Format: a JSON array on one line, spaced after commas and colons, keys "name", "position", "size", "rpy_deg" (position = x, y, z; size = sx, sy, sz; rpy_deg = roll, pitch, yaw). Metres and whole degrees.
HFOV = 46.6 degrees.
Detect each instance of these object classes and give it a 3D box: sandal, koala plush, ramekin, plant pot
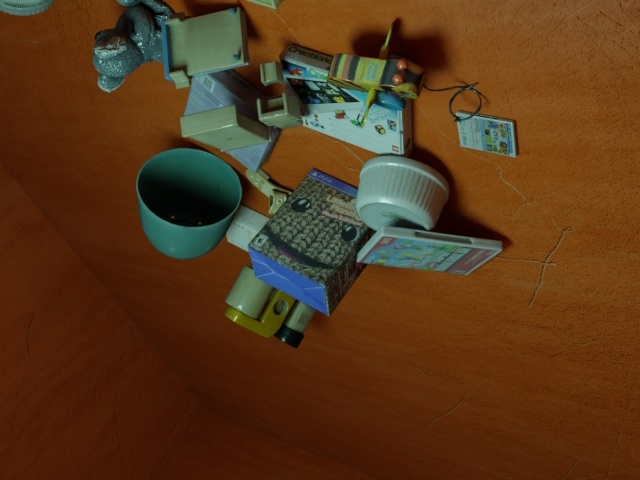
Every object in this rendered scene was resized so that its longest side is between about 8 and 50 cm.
[{"name": "sandal", "position": [-0.128, -0.108, 2.065], "size": [0.240, 0.079, 0.088], "rpy_deg": [38, 149, 10]}, {"name": "koala plush", "position": [-0.463, -0.474, 1.803], "size": [0.203, 0.221, 0.196], "rpy_deg": [38, 151, 1]}, {"name": "ramekin", "position": [0.177, -0.089, 1.667], "size": [0.207, 0.109, 0.207], "rpy_deg": [16, 157, 7]}, {"name": "plant pot", "position": [-0.393, -0.083, 2.162], "size": [0.293, 0.293, 0.235], "rpy_deg": [34, 141, 9]}]

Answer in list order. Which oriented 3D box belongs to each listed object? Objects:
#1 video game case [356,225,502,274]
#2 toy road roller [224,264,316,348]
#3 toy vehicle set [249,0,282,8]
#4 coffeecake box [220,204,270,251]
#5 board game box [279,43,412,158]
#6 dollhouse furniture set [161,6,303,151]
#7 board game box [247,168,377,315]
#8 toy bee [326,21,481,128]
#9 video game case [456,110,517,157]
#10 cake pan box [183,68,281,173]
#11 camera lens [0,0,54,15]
[{"name": "video game case", "position": [0.248, 0.027, 1.723], "size": [0.285, 0.025, 0.204], "rpy_deg": [7, 159, -11]}, {"name": "toy road roller", "position": [-0.171, 0.185, 2.368], "size": [0.329, 0.203, 0.240], "rpy_deg": [32, 176, -36]}, {"name": "toy vehicle set", "position": [-0.175, -0.584, 1.458], "size": [0.166, 0.035, 0.267], "rpy_deg": [25, 159, 24]}, {"name": "coffeecake box", "position": [-0.207, -0.023, 2.302], "size": [0.185, 0.068, 0.142], "rpy_deg": [26, 149, 22]}, {"name": "board game box", "position": [0.057, -0.299, 1.626], "size": [0.305, 0.053, 0.193], "rpy_deg": [24, 149, 24]}, {"name": "dollhouse furniture set", "position": [-0.183, -0.388, 1.705], "size": [0.286, 0.303, 0.198], "rpy_deg": [-9, 175, 18]}, {"name": "board game box", "position": [0.000, 0.000, 1.866], "size": [0.232, 0.291, 0.141], "rpy_deg": [26, 150, 22]}, {"name": "toy bee", "position": [0.137, -0.318, 1.404], "size": [0.298, 0.195, 0.162], "rpy_deg": [-6, 174, 20]}, {"name": "video game case", "position": [0.331, -0.212, 1.479], "size": [0.122, 0.011, 0.087], "rpy_deg": [18, 144, 33]}, {"name": "cake pan box", "position": [-0.228, -0.323, 1.908], "size": [0.267, 0.070, 0.246], "rpy_deg": [38, 149, 3]}, {"name": "camera lens", "position": [-0.728, -0.705, 1.784], "size": [0.219, 0.219, 0.274], "rpy_deg": [40, 151, -2]}]
